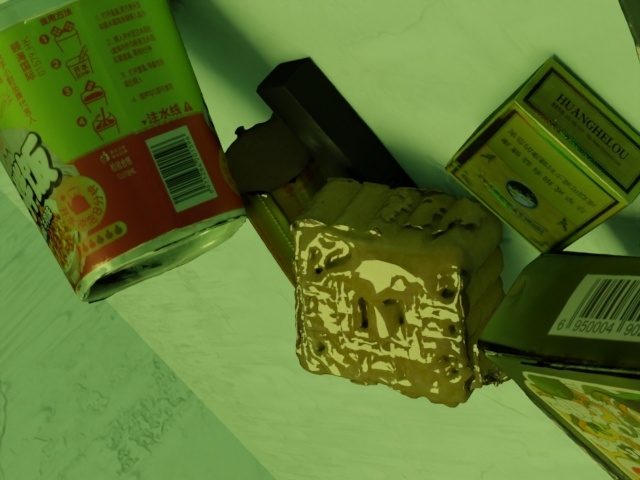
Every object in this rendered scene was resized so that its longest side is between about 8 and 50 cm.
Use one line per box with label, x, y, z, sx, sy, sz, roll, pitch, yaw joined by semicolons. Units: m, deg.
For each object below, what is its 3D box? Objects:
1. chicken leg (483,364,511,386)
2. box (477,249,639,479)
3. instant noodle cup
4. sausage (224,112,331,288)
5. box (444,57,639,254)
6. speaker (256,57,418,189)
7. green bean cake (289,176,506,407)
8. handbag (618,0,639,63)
chicken leg;0.141;0.092;2.178;0.228;0.103;0.088;38;173;28
box;0.401;0.182;1.712;0.420;0.138;0.373;41;162;-24
instant noodle cup;-0.238;-0.113;2.104;0.308;0.294;0.294;65;162;7
sausage;0.001;0.001;2.238;0.317;0.117;0.125;57;-172;-39
box;0.211;-0.070;1.748;0.141;0.064;0.220;41;163;-1
speaker;0.025;-0.102;2.078;0.218;0.044;0.082;49;160;-18
green bean cake;0.083;0.055;2.027;0.224;0.131;0.229;11;125;22
handbag;0.292;-0.200;1.289;0.247;0.079;0.260;20;150;48
